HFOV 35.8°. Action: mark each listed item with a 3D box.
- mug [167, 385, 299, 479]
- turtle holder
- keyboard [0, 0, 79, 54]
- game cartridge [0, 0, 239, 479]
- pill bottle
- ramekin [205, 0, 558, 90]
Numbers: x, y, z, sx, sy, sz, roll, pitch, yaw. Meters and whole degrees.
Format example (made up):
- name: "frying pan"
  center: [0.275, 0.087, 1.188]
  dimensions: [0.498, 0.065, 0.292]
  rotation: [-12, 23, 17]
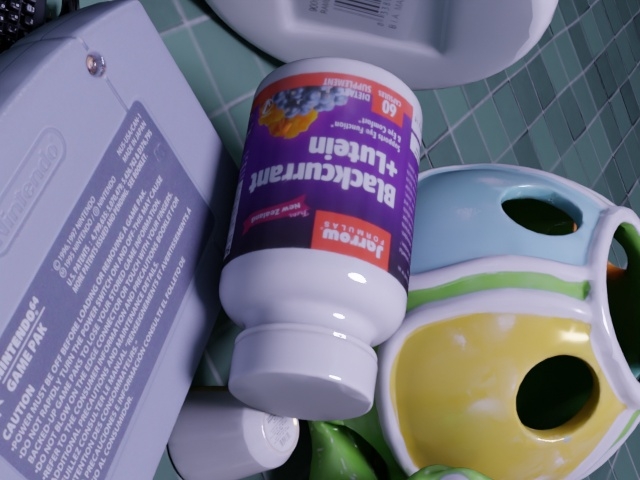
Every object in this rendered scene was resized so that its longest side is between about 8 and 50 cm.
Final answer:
- name: "mug"
  center: [-0.048, 0.108, 0.597]
  dimensions: [0.062, 0.064, 0.078]
  rotation: [29, 55, -45]
- name: "turtle holder"
  center: [0.098, 0.069, 0.670]
  dimensions: [0.320, 0.227, 0.243]
  rotation: [-14, 90, -55]
- name: "keyboard"
  center: [-0.165, -0.123, 0.542]
  dimensions: [0.100, 0.038, 0.192]
  rotation: [24, 60, -49]
- name: "game cartridge"
  center: [-0.129, 0.023, 0.493]
  dimensions: [0.196, 0.060, 0.294]
  rotation: [66, 32, -42]
- name: "pill bottle"
  center: [0.000, 0.000, 0.577]
  dimensions: [0.108, 0.108, 0.193]
  rotation: [35, 52, -43]
- name: "ramekin"
  center: [0.041, -0.217, 0.666]
  dimensions: [0.277, 0.277, 0.135]
  rotation: [33, 62, -44]
